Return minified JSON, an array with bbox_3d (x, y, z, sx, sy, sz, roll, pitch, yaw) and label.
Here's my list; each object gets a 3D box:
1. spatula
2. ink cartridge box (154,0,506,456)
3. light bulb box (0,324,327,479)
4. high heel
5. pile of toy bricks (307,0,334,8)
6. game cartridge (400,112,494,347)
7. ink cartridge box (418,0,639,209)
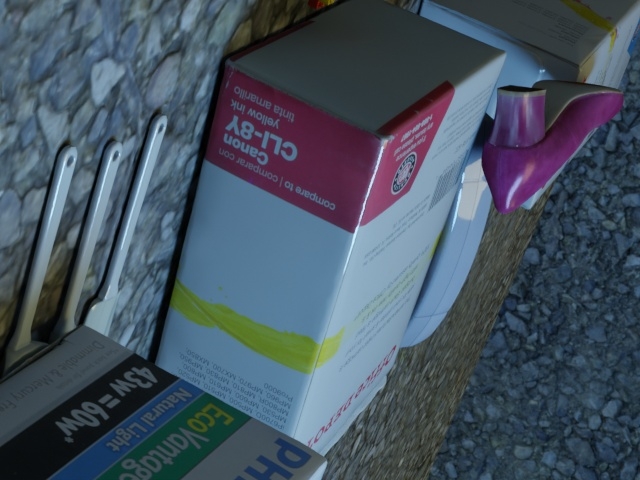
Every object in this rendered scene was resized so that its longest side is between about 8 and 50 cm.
[{"bbox_3d":[-0.178,0.028,1.006,0.168,0.019,0.242,-29,143,-61],"label":"spatula"},{"bbox_3d":[0.000,0.000,1.258,0.279,0.160,0.385,-40,151,-56],"label":"ink cartridge box"},{"bbox_3d":[-0.208,0.309,0.924,0.358,0.225,0.361,-36,149,-57],"label":"light bulb box"},{"bbox_3d":[0.236,-0.097,1.357,0.244,0.082,0.117,-17,114,-59],"label":"high heel"},{"bbox_3d":[0.061,-0.283,1.105,0.118,0.105,0.212,-45,156,-47],"label":"pile of toy bricks"},{"bbox_3d":[0.094,-0.041,1.445,0.060,0.196,0.294,-6,130,-28],"label":"game cartridge"},{"bbox_3d":[0.237,-0.209,1.605,0.270,0.197,0.198,-44,155,-48],"label":"ink cartridge box"}]
